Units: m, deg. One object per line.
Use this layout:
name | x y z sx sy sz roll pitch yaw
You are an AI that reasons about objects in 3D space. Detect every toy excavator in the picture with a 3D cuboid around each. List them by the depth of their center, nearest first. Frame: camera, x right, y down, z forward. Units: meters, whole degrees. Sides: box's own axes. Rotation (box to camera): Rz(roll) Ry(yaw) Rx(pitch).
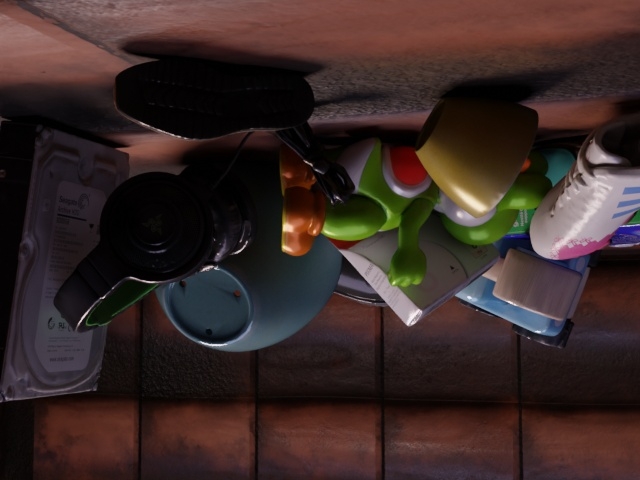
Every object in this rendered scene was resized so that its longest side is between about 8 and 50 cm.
toy excavator | 0.333 0.056 1.754 0.445 0.222 0.433 14 -172 -44

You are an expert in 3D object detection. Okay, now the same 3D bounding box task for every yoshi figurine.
yoshi figurine | 0.127 -0.050 1.367 0.362 0.203 0.203 -2 -169 0

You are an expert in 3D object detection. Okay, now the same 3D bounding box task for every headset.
headset | -0.148 -0.004 1.214 0.394 0.185 0.243 -42 175 21

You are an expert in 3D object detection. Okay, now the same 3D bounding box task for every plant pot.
plant pot | 0.160 -0.104 1.089 0.095 0.134 0.134 26 170 -8
plant pot | -0.131 0.050 1.464 0.290 0.290 0.195 -2 -157 17

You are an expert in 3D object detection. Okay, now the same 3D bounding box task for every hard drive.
hard drive | -0.345 0.032 1.293 0.064 0.338 0.237 6 177 18

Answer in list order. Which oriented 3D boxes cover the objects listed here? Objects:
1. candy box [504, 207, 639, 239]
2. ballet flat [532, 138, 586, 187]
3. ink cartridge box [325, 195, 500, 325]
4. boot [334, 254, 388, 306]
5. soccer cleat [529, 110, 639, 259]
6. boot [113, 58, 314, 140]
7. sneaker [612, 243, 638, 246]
candy box | 0.469 -0.062 1.506 0.268 0.122 0.317 3 173 -37
ballet flat | 0.363 -0.106 1.335 0.067 0.073 0.206 -22 -167 -36
ink cartridge box | 0.118 -0.011 1.435 0.189 0.232 0.066 -31 165 -36
boot | -0.002 0.000 1.759 0.367 0.146 0.445 5 167 17
soccer cleat | 0.339 -0.081 1.182 0.143 0.116 0.331 17 148 -27
boot | -0.124 -0.132 1.008 0.198 0.076 0.137 4 179 -27
sneaker | 0.627 -0.053 1.859 0.263 0.099 0.121 -9 165 14
